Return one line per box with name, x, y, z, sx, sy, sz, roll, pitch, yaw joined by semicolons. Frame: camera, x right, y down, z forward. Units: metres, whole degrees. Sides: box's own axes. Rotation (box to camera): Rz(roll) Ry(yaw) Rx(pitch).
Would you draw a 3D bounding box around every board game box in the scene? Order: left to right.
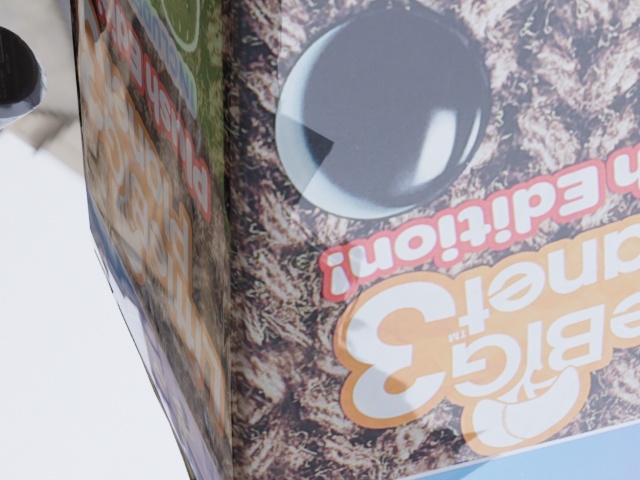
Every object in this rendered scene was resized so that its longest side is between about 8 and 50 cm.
board game box;0.067;-0.092;0.415;0.232;0.291;0.141;-12;-140;-15

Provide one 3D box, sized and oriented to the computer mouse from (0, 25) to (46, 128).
computer mouse;-0.318;-0.128;1.180;0.060;0.262;0.184;113;-33;-40
